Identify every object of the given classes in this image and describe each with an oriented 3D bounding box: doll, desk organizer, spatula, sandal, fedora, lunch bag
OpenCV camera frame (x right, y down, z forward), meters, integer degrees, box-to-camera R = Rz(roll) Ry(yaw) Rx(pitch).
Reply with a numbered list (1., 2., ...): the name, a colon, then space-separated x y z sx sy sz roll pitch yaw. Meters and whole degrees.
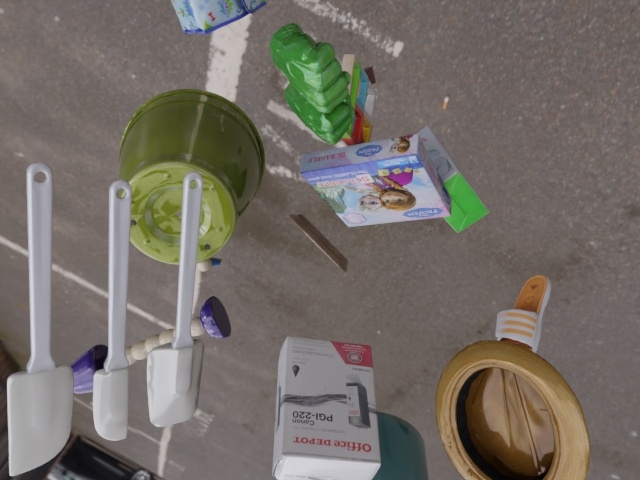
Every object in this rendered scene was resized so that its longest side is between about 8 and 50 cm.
1. doll: -0.302 0.041 1.354 0.129 0.046 0.189 17 179 -26
2. desk organizer: 0.110 -0.473 1.645 0.047 0.130 0.050 4 122 39
3. spatula: -0.165 0.059 0.456 0.019 0.168 0.241 19 107 48
4. sandal: 0.456 0.172 1.280 0.076 0.265 0.102 42 147 -20
5. fedora: 0.225 0.206 0.638 0.194 0.079 0.194 6 99 42
6. lunch bag: -0.164 -0.417 0.885 0.096 0.151 0.128 23 140 46

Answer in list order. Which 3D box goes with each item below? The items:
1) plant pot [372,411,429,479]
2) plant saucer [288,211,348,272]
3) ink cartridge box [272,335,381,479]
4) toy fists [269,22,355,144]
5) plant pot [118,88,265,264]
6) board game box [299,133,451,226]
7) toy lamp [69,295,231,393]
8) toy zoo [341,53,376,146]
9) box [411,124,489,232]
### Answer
1. plant pot: 0.067 0.496 1.002 0.293 0.235 0.292 -1 125 -2
2. plant saucer: 0.000 0.000 1.866 0.278 0.041 0.278 46 180 0
3. ink cartridge box: 0.007 0.278 0.917 0.159 0.217 0.092 8 136 -9
4. toy fists: -0.002 -0.285 1.055 0.142 0.096 0.279 51 173 19
5. plant pot: -0.309 -0.129 1.275 0.367 0.353 0.366 -3 117 -5
6. board game box: 0.157 -0.147 1.490 0.319 0.065 0.318 -6 152 28
7. toy lamp: -0.282 0.176 0.893 0.275 0.080 0.080 -22 132 8
8. toy zoo: 0.100 -0.337 1.455 0.030 0.192 0.293 7 175 19
9. box: 0.383 -0.191 1.721 0.127 0.231 0.262 -36 140 17
